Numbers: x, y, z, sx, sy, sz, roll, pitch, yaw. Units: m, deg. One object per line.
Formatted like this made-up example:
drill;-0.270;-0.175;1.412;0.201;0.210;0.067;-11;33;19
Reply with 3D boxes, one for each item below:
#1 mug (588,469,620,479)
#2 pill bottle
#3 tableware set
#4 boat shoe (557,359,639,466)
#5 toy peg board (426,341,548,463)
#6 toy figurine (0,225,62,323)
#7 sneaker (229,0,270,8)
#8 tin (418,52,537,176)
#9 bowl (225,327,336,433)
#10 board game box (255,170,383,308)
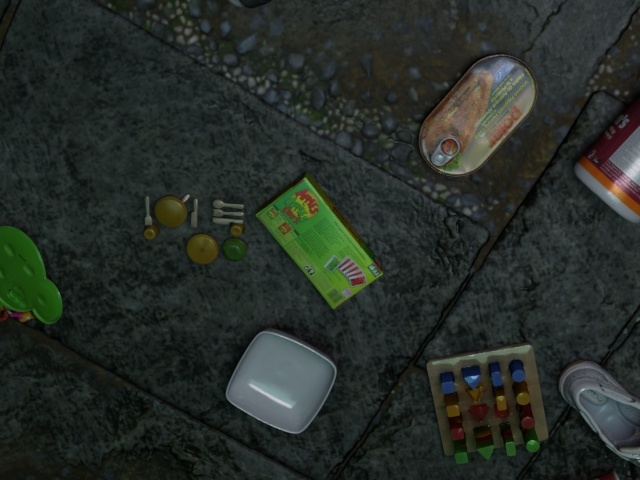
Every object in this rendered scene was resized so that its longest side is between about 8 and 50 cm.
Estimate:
mug;0.395;0.446;1.547;0.169;0.113;0.150;-21;103;13
pill bottle;0.455;-0.139;1.356;0.121;0.121;0.221;38;105;-8
tableware set;-0.184;-0.016;1.488;0.154;0.024;0.104;4;110;1
boat shoe;0.470;0.289;1.499;0.277;0.096;0.098;34;106;-7
toy peg board;0.252;0.251;1.511;0.161;0.079;0.160;-11;106;6
toy figurine;-0.498;0.076;1.506;0.159;0.130;0.173;-17;130;22
sneaker;-0.237;-0.472;1.299;0.258;0.169;0.447;-23;96;19
tin;0.217;-0.174;1.405;0.106;0.040;0.189;41;105;-5
bowl;-0.056;0.206;1.530;0.142;0.053;0.142;28;107;-4
board game box;0.000;0.000;1.468;0.092;0.043;0.181;-37;102;13
